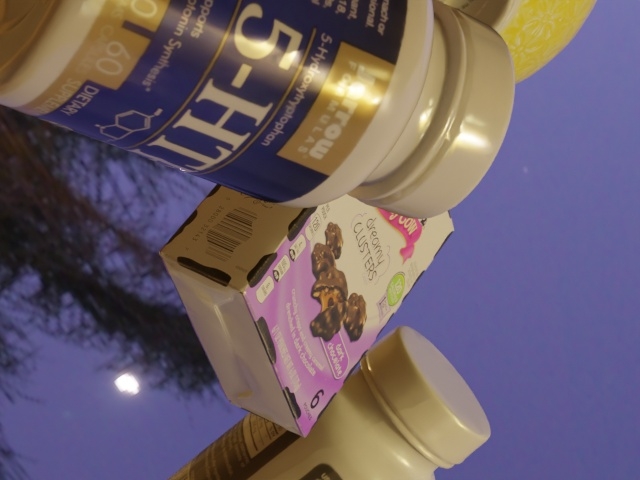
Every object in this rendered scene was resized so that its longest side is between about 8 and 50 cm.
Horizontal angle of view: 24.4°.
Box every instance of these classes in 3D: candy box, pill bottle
[{"bbox_3d":[0.000,0.000,0.965,0.070,0.165,0.196,22,-119,30],"label":"candy box"},{"bbox_3d":[-0.007,0.223,1.354,0.318,0.176,0.176,-40,-137,13],"label":"pill bottle"},{"bbox_3d":[-0.024,-0.074,0.543,0.112,0.186,0.112,-32,-132,45],"label":"pill bottle"}]

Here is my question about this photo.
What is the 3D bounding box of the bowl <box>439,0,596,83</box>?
[{"bbox_3d":[0.089,-0.221,1.136,0.289,0.289,0.156,-13,-154,11],"label":"bowl"}]
